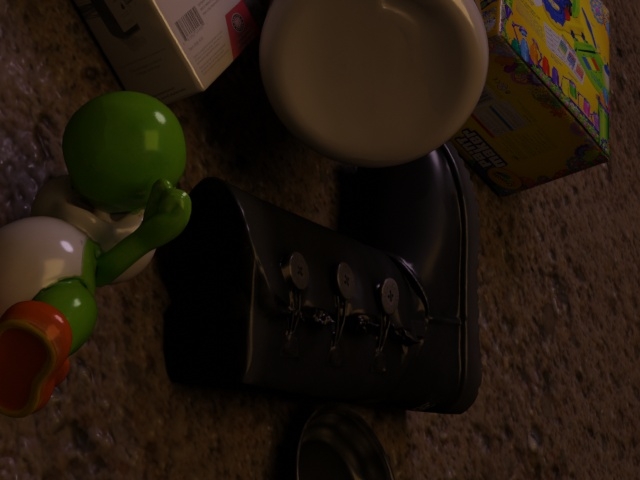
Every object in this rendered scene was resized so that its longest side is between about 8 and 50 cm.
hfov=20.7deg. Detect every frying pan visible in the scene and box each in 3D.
[{"bbox_3d":[0.059,0.296,1.908,0.326,0.053,0.197,34,47,-48],"label":"frying pan"}]

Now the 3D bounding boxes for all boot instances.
[{"bbox_3d":[0.001,0.002,1.906,0.445,0.146,0.367,12,62,-50],"label":"boot"}]

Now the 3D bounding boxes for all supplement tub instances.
[{"bbox_3d":[0.060,-0.240,1.950,0.241,0.241,0.331,60,13,-18],"label":"supplement tub"}]

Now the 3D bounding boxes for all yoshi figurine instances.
[{"bbox_3d":[-0.220,-0.017,1.512,0.204,0.203,0.362,55,31,-13],"label":"yoshi figurine"}]

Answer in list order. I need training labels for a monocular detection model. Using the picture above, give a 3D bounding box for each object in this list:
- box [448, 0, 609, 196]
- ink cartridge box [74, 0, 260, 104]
[{"bbox_3d":[0.250,-0.267,2.381,0.290,0.177,0.279,42,42,-38],"label":"box"},{"bbox_3d":[-0.174,-0.264,1.802,0.218,0.092,0.158,62,32,-17],"label":"ink cartridge box"}]
